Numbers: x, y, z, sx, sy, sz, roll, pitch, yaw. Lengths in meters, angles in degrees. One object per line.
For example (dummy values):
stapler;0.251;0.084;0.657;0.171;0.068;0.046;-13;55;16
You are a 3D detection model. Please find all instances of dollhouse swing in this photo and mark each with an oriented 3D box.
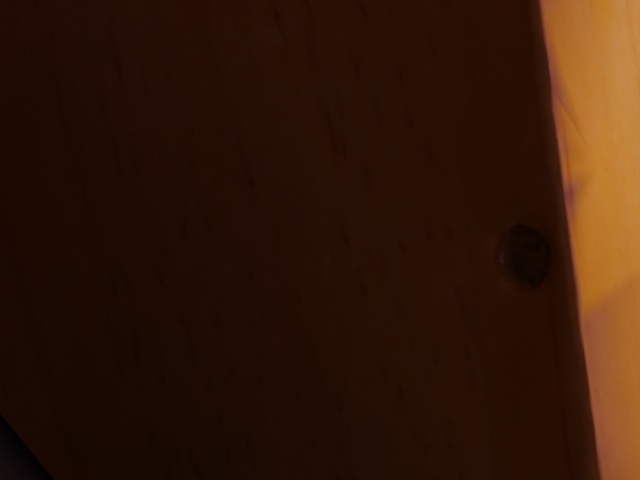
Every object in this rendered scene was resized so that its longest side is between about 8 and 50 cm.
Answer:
dollhouse swing;0.035;-0.008;0.650;0.305;0.347;0.315;-4;86;-44

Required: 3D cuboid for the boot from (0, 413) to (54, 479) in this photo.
boot;-0.153;-0.042;0.452;0.367;0.146;0.445;-31;76;-37
